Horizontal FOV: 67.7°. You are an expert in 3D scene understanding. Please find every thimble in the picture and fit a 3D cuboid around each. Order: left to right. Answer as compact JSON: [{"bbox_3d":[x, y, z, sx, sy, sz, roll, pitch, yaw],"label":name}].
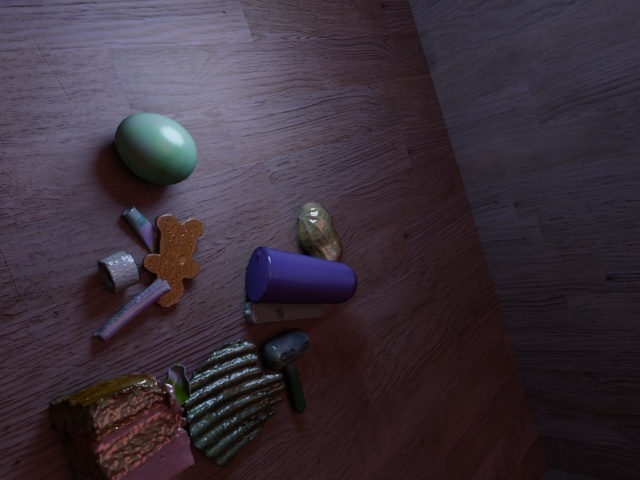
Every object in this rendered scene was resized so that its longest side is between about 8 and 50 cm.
[{"bbox_3d":[-0.637,0.100,1.510,0.090,0.102,0.115,-28,126,-41],"label":"thimble"}]

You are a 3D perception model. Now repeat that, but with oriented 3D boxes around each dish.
[{"bbox_3d":[-0.481,0.490,1.617,0.091,0.039,0.137,-9,66,0],"label":"dish"}]

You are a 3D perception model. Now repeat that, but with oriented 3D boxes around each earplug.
[{"bbox_3d":[-0.054,0.158,1.896,0.456,0.215,0.215,9,76,-31],"label":"earplug"}]

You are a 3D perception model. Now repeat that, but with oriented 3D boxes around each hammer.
[{"bbox_3d":[-0.114,0.532,1.903,0.206,0.119,0.335,-20,103,-41],"label":"hammer"}]

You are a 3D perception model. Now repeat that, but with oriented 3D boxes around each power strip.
[{"bbox_3d":[-0.149,0.281,1.938,0.385,0.062,0.091,2,82,-42],"label":"power strip"}]

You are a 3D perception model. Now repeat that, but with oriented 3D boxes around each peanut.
[{"bbox_3d":[0.004,-0.003,2.061,0.340,0.158,0.174,62,34,-18],"label":"peanut"}]

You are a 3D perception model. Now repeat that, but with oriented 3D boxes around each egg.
[{"bbox_3d":[-0.542,-0.304,1.585,0.270,0.220,0.220,35,61,-30],"label":"egg"}]

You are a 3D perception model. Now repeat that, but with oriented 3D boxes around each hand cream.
[{"bbox_3d":[-0.594,-0.036,1.617,0.076,0.047,0.174,-53,126,-33],"label":"hand cream"}]

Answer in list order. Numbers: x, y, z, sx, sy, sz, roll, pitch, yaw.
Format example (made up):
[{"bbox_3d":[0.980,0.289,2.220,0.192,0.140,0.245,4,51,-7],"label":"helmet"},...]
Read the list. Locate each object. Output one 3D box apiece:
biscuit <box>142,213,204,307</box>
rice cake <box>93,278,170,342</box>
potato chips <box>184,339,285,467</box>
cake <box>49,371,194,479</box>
[{"bbox_3d":[-0.516,0.071,1.653,0.205,0.049,0.324,10,81,-41],"label":"biscuit"},{"bbox_3d":[-0.600,0.224,1.532,0.270,0.049,0.055,-42,127,-27],"label":"rice cake"},{"bbox_3d":[-0.312,0.587,1.713,0.389,0.097,0.373,-47,113,-33],"label":"potato chips"},{"bbox_3d":[-0.559,0.553,1.367,0.293,0.314,0.306,-16,92,-44],"label":"cake"}]
